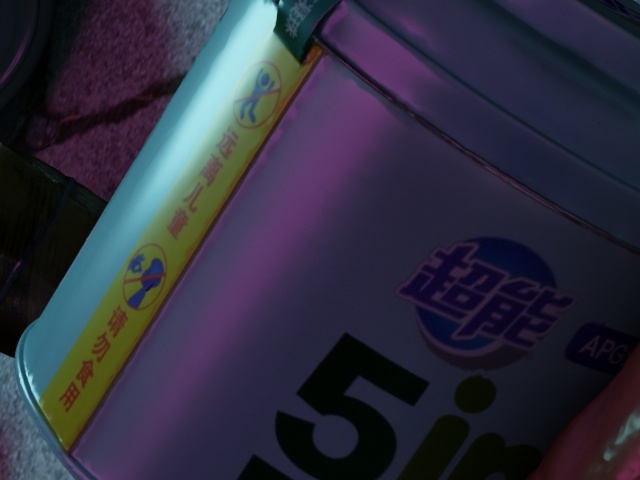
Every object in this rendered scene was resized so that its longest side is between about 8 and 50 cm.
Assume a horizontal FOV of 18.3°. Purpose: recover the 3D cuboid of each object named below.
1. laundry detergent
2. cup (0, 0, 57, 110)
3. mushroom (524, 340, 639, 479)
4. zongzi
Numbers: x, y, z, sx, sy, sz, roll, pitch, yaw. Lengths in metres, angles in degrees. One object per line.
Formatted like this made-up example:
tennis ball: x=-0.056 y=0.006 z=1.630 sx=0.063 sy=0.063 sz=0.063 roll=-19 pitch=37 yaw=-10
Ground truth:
laundry detergent: x=0.045 y=0.001 z=0.984 sx=0.305 sy=0.287 sz=0.287 roll=-57 pitch=42 yaw=15
cup: x=-0.330 y=-0.257 z=1.543 sx=0.274 sy=0.259 sz=0.356 roll=38 pitch=99 yaw=47
mushroom: x=0.158 y=0.221 z=0.866 sx=0.313 sy=0.224 sz=0.397 roll=-25 pitch=49 yaw=57
zongzi: x=-0.145 y=0.045 z=1.344 sx=0.125 sy=0.274 sz=0.251 roll=-61 pitch=1 yaw=-5
